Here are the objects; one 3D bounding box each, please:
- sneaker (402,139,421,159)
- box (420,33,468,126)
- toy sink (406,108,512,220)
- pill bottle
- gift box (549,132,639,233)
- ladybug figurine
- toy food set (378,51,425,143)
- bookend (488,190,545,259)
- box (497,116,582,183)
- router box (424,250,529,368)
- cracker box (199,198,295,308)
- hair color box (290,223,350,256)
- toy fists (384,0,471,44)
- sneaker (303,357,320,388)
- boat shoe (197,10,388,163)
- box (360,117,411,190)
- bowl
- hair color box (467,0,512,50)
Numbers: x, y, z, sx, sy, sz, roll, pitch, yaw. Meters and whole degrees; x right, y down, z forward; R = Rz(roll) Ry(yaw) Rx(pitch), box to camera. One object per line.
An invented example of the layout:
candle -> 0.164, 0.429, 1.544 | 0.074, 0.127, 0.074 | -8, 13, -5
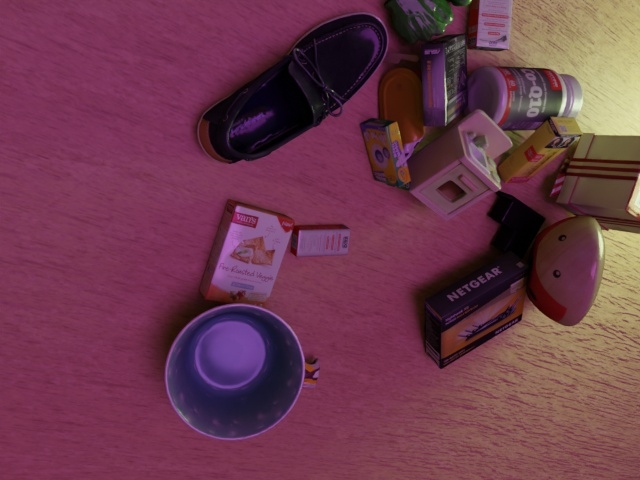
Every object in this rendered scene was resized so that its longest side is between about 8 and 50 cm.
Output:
sneaker -> 0.220, -0.244, 1.569 | 0.043, 0.040, 0.109 | 33, 87, -14
box -> 0.297, -0.385, 1.469 | 0.231, 0.056, 0.183 | -42, 132, -55
toy sink -> 0.351, -0.179, 1.531 | 0.152, 0.131, 0.234 | 34, 128, -31
pill bottle -> 0.525, -0.366, 1.601 | 0.283, 0.161, 0.161 | -6, 109, -24
gift box -> 0.834, -0.146, 1.768 | 0.255, 0.258, 0.277 | 29, 85, -31
ladybug figurine -> 0.672, 0.083, 1.738 | 0.161, 0.449, 0.305 | 8, 77, 14
toy food set -> 0.210, -0.345, 1.486 | 0.071, 0.128, 0.218 | -23, 115, -45
bookend -> 0.535, -0.036, 1.768 | 0.156, 0.072, 0.157 | 26, 95, -30
box -> 0.578, -0.237, 1.647 | 0.087, 0.232, 0.058 | -4, 65, -26
router box -> 0.440, 0.199, 1.754 | 0.308, 0.081, 0.243 | -27, 136, -16
cracker box -> -0.172, 0.036, 1.448 | 0.155, 0.067, 0.232 | 14, 100, -30
hair color box -> 0.000, 0.000, 1.534 | 0.141, 0.043, 0.072 | -1, 107, -25
toy fists -> 0.278, -0.582, 1.449 | 0.279, 0.096, 0.142 | -46, 108, -4
sneaker -> -0.089, 0.329, 1.595 | 0.185, 0.069, 0.084 | 13, 85, -30
boat shoe -> -0.037, -0.327, 1.344 | 0.500, 0.156, 0.187 | -36, 117, -13
box -> 0.161, -0.204, 1.509 | 0.043, 0.105, 0.179 | -31, 118, -21
bowl -> -0.203, 0.283, 1.437 | 0.311, 0.163, 0.312 | -1, 96, -13
hair color box -> 0.419, -0.558, 1.529 | 0.093, 0.053, 0.167 | 0, 98, -16
